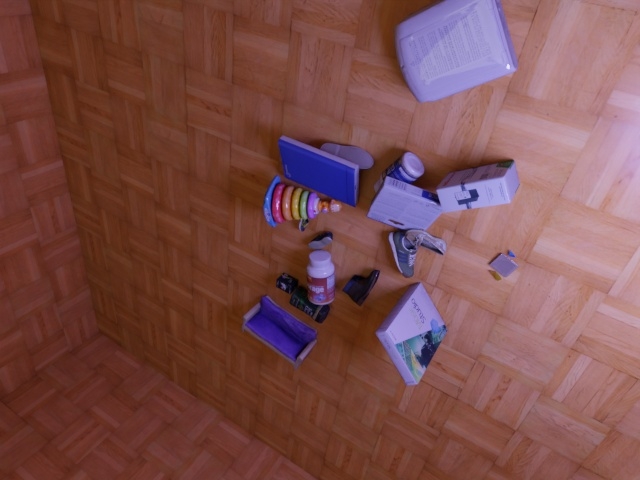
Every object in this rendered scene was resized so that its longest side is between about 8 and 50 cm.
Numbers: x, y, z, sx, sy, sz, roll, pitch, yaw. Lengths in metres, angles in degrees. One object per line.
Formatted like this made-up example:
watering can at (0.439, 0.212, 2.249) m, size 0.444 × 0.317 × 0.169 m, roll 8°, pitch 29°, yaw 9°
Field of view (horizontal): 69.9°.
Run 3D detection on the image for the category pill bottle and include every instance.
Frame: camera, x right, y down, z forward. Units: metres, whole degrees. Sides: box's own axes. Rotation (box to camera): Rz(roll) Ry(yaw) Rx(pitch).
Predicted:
pill bottle at (0.000, 0.156, 1.950) m, size 0.121 × 0.121 × 0.216 m, roll 15°, pitch 124°, yaw 27°
pill bottle at (0.263, -0.216, 1.564) m, size 0.094 × 0.094 × 0.169 m, roll 49°, pitch 132°, yaw -1°

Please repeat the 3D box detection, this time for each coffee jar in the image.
coffee jar at (-0.047, 0.296, 2.096) m, size 0.184 × 0.079 × 0.096 m, roll 32°, pitch 130°, yaw 14°

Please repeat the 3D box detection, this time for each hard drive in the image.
hard drive at (-0.005, -0.256, 1.711) m, size 0.318 × 0.040 × 0.210 m, roll 25°, pitch 152°, yaw 20°

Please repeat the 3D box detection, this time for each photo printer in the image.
photo printer at (0.364, -0.544, 1.289) m, size 0.307 × 0.107 × 0.256 m, roll -12°, pitch 109°, yaw 39°

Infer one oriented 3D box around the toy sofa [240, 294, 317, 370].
toy sofa at (-0.203, 0.447, 2.246) m, size 0.362 × 0.150 × 0.177 m, roll 33°, pitch 132°, yaw 14°

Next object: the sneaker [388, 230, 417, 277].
sneaker at (0.324, 0.051, 1.701) m, size 0.086 × 0.064 × 0.192 m, roll -12°, pitch 106°, yaw 44°

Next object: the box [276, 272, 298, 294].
box at (-0.155, 0.199, 2.122) m, size 0.083 × 0.062 × 0.052 m, roll 26°, pitch 130°, yaw 19°

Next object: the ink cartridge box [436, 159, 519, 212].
ink cartridge box at (0.482, -0.165, 1.406) m, size 0.208 × 0.153 × 0.087 m, roll -7°, pitch 114°, yaw 38°

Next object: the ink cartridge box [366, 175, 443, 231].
ink cartridge box at (0.290, -0.113, 1.571) m, size 0.223 × 0.045 × 0.224 m, roll 19°, pitch 153°, yaw -3°

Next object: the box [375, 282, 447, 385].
box at (0.344, 0.335, 1.687) m, size 0.058 × 0.322 × 0.232 m, roll -22°, pitch 103°, yaw 44°

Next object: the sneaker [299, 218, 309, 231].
sneaker at (-0.068, -0.072, 1.920) m, size 0.035 × 0.031 × 0.083 m, roll 20°, pitch 126°, yaw 23°

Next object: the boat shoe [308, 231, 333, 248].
boat shoe at (0.001, 0.001, 1.913) m, size 0.049 × 0.042 × 0.133 m, roll 39°, pitch 138°, yaw -26°

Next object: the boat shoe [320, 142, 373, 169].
boat shoe at (0.099, -0.300, 1.664) m, size 0.206 × 0.075 × 0.065 m, roll 20°, pitch 168°, yaw 18°

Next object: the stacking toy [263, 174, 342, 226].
stacking toy at (-0.062, -0.141, 1.815) m, size 0.301 × 0.166 × 0.175 m, roll 6°, pitch 137°, yaw 13°

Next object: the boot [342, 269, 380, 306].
boot at (0.162, 0.177, 1.879) m, size 0.106 × 0.082 × 0.219 m, roll 33°, pitch 132°, yaw 10°

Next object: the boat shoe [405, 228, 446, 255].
boat shoe at (0.373, 0.007, 1.627) m, size 0.153 × 0.048 × 0.056 m, roll 23°, pitch 141°, yaw -2°

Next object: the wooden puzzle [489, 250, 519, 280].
wooden puzzle at (0.622, 0.085, 1.554) m, size 0.078 × 0.014 × 0.116 m, roll 42°, pitch 132°, yaw 0°
